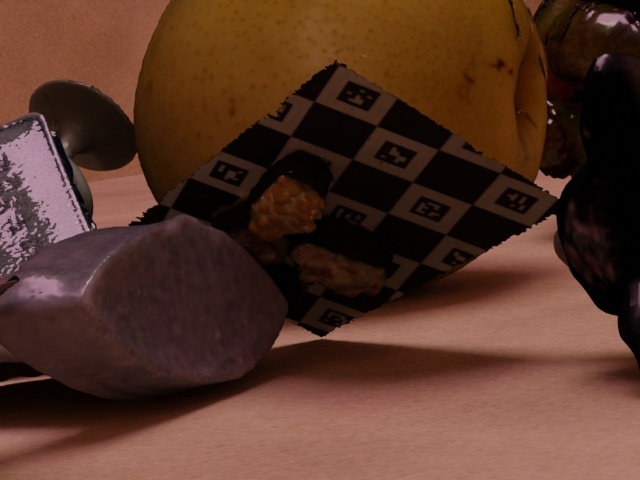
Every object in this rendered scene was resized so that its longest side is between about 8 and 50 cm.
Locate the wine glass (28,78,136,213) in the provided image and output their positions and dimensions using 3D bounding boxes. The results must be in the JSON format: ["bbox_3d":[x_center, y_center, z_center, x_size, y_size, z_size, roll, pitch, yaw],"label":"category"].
[{"bbox_3d":[-0.239,-0.019,1.602,0.103,0.103,0.231,-3,43,31],"label":"wine glass"}]

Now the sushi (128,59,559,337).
[{"bbox_3d":[0.000,0.000,1.307,0.192,0.043,0.279,30,-36,-24],"label":"sushi"}]

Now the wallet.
[{"bbox_3d":[-0.253,0.002,1.487,0.167,0.036,0.222,-22,45,-6],"label":"wallet"}]

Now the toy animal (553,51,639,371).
[{"bbox_3d":[0.257,-0.017,1.124,0.303,0.194,0.344,-4,-3,-40],"label":"toy animal"}]

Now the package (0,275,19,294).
[{"bbox_3d":[-0.288,0.097,1.051,0.251,0.062,0.204,-27,5,10],"label":"package"}]

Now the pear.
[{"bbox_3d":[0.021,-0.115,1.653,0.348,0.348,0.348,-6,6,1],"label":"pear"}]

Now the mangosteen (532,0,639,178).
[{"bbox_3d":[0.402,-0.199,1.975,0.381,0.381,0.421,-1,21,40],"label":"mangosteen"}]

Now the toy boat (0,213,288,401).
[{"bbox_3d":[-0.167,0.058,1.293,0.293,0.111,0.276,-14,-8,42],"label":"toy boat"}]
